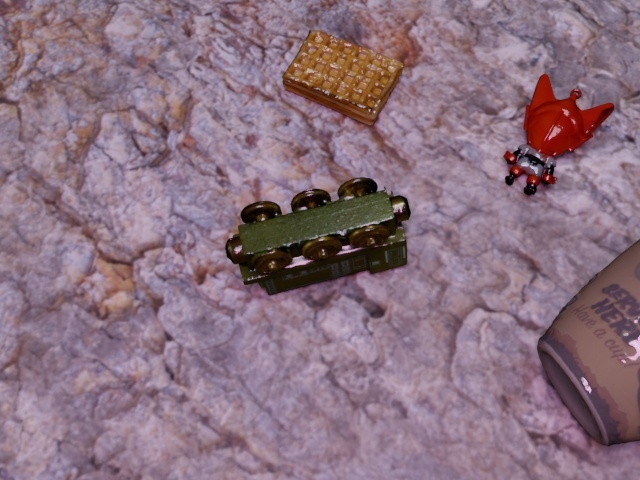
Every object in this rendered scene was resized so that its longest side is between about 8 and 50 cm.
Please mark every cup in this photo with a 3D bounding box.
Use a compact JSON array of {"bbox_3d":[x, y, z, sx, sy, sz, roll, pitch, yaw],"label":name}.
[{"bbox_3d":[0.404,0.140,1.032,0.257,0.227,0.301,-32,97,1],"label":"cup"}]

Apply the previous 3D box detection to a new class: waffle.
[{"bbox_3d":[0.031,-0.229,1.283,0.148,0.042,0.102,24,66,13],"label":"waffle"}]

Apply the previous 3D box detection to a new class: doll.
[{"bbox_3d":[0.305,-0.139,1.224,0.109,0.057,0.169,29,68,18],"label":"doll"}]

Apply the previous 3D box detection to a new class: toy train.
[{"bbox_3d":[0.000,0.000,1.126,0.226,0.137,0.090,-13,63,0],"label":"toy train"}]
